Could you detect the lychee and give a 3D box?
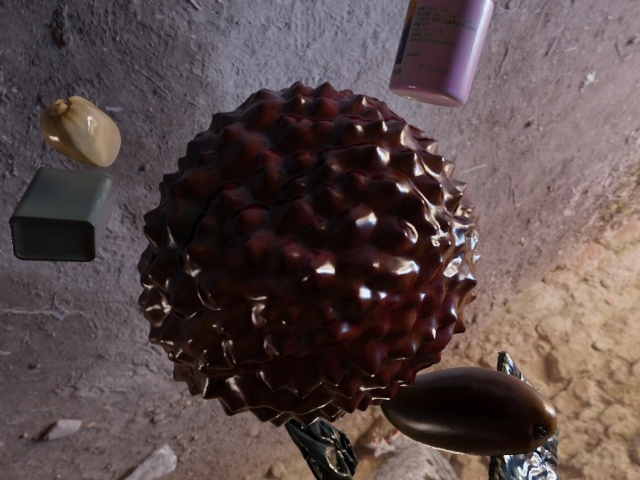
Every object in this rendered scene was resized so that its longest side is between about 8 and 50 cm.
[{"bbox_3d":[0.000,0.000,0.565,0.500,0.424,0.425,-46,152,-46],"label":"lychee"}]

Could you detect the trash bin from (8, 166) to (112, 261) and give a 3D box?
[{"bbox_3d":[-0.571,-0.060,0.933,0.164,0.240,0.122,3,119,-23],"label":"trash bin"}]

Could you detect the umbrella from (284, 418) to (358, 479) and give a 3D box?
[{"bbox_3d":[-0.003,0.371,0.770,0.094,0.349,0.143,-39,157,16],"label":"umbrella"}]

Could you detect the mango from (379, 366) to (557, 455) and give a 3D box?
[{"bbox_3d":[0.210,0.251,0.622,0.111,0.267,0.133,59,44,-23],"label":"mango"}]

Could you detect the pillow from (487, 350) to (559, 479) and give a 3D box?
[{"bbox_3d":[0.353,0.340,0.702,0.189,0.255,0.034,45,131,-14],"label":"pillow"}]

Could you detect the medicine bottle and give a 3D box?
[{"bbox_3d":[0.265,-0.453,0.889,0.178,0.178,0.291,2,107,-35],"label":"medicine bottle"}]

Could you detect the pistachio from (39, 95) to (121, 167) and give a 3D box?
[{"bbox_3d":[-0.491,-0.217,0.857,0.117,0.200,0.145,-17,94,-7],"label":"pistachio"}]
